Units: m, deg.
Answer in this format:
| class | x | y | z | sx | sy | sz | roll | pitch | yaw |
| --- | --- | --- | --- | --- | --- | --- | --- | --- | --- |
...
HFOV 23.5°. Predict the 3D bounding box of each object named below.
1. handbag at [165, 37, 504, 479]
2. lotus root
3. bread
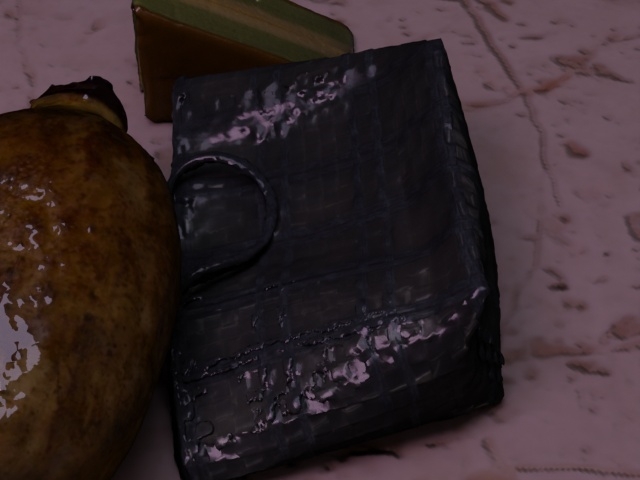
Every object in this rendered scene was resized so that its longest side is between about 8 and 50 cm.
| class | x | y | z | sx | sy | sz | roll | pitch | yaw |
| --- | --- | --- | --- | --- | --- | --- | --- | --- | --- |
| handbag | 0.000 | 0.000 | 0.794 | 0.175 | 0.088 | 0.270 | -10 | 49 | 7 |
| lotus root | -0.139 | 0.023 | 0.729 | 0.145 | 0.128 | 0.260 | -1 | 54 | 13 |
| bread | -0.042 | -0.129 | 0.912 | 0.139 | 0.084 | 0.074 | -6 | 45 | -6 |
